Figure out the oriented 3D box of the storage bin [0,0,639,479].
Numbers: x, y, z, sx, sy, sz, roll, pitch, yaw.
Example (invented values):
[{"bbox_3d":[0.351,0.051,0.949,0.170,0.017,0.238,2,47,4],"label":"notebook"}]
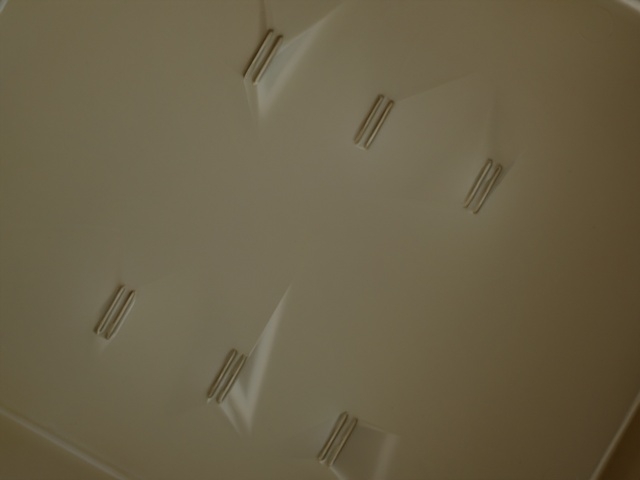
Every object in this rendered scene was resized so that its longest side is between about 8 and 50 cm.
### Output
[{"bbox_3d":[0.000,0.000,0.551,0.260,0.262,0.123,-60,-174,-3],"label":"storage bin"}]
